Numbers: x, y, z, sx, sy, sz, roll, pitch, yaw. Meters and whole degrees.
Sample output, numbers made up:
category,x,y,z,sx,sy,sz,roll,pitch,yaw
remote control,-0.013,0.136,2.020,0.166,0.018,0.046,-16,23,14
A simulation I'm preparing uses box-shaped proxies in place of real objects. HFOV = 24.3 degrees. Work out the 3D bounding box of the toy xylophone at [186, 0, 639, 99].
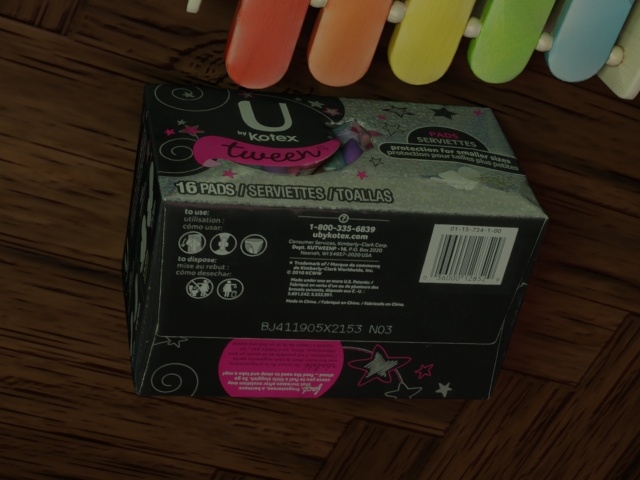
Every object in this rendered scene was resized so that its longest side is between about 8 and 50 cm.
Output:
category,x,y,z,sx,sy,sz,roll,pitch,yaw
toy xylophone,0.076,-0.200,0.887,0.322,0.081,0.236,2,126,-14

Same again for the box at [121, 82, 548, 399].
category,x,y,z,sx,sy,sz,roll,pitch,yaw
box,0.000,0.000,0.988,0.247,0.142,0.163,2,126,-15
